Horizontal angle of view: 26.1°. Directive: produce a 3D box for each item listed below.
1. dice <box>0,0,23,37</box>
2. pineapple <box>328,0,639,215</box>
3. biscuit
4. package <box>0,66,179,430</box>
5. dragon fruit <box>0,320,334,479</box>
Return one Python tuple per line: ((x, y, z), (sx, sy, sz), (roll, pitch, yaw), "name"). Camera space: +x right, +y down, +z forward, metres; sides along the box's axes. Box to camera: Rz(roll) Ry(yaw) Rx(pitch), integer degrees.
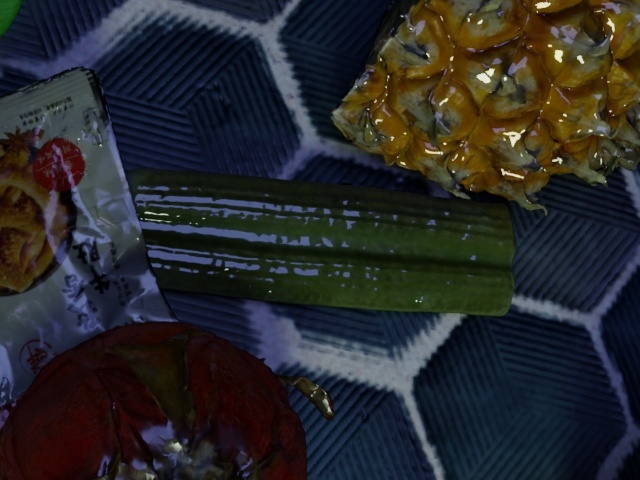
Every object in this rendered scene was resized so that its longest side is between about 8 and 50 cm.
((-0.337, -0.254, 0.813), (0.287, 0.297, 0.300), (-7, 64, -26), "dice")
((0.214, -0.168, 1.057), (0.286, 0.209, 0.344), (33, 68, -10), "pineapple")
((0.000, 0.000, 1.039), (0.322, 0.038, 0.099), (6, 79, -18), "biscuit")
((-0.192, 0.011, 0.962), (0.154, 0.030, 0.239), (-19, 90, -4), "package")
((-0.099, 0.165, 0.885), (0.223, 0.148, 0.218), (15, 88, -13), "dragon fruit")
